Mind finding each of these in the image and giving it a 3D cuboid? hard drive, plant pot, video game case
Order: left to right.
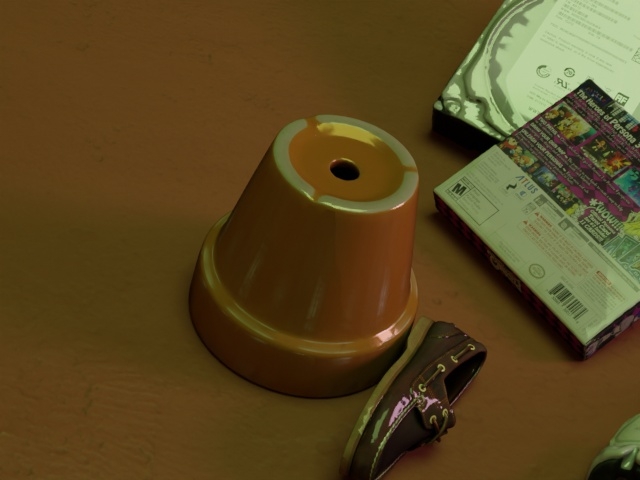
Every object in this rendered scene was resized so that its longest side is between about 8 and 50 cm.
[{"bbox_3d":[0.000,0.000,1.330,0.205,0.188,0.205,9,42,-8],"label":"plant pot"},{"bbox_3d":[0.263,-0.027,1.493,0.210,0.042,0.232,-36,61,-12],"label":"video game case"},{"bbox_3d":[0.305,-0.208,1.643,0.237,0.064,0.339,31,71,14],"label":"hard drive"}]

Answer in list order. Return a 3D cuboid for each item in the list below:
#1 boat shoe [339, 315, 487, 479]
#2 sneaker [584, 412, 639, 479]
[{"bbox_3d":[0.084,0.138,1.294,0.073,0.073,0.207,25,42,12],"label":"boat shoe"},{"bbox_3d":[0.372,0.233,1.272,0.292,0.110,0.118,28,33,12],"label":"sneaker"}]
